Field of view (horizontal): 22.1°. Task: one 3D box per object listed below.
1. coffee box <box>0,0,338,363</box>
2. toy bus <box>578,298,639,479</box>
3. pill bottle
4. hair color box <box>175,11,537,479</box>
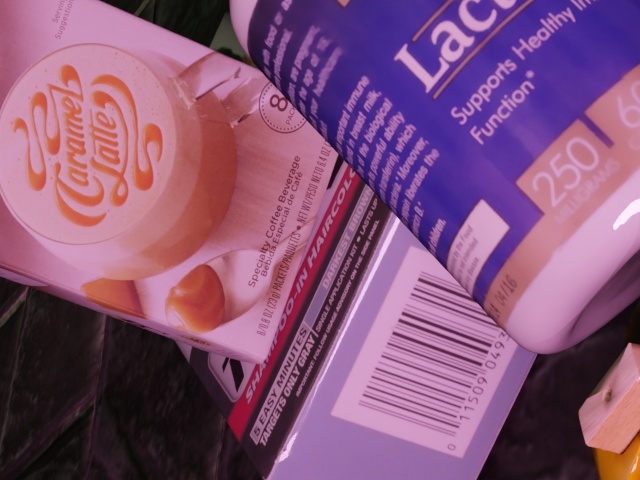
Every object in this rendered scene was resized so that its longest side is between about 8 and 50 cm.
[{"bbox_3d":[-0.128,-0.044,0.816,0.098,0.247,0.141,5,76,66],"label":"coffee box"},{"bbox_3d":[0.140,0.067,0.535,0.202,0.104,0.191,170,115,-71],"label":"toy bus"},{"bbox_3d":[0.057,-0.093,0.696,0.264,0.153,0.153,47,124,15],"label":"pill bottle"},{"bbox_3d":[0.000,0.000,0.957,0.185,0.114,0.374,-65,23,8],"label":"hair color box"}]
